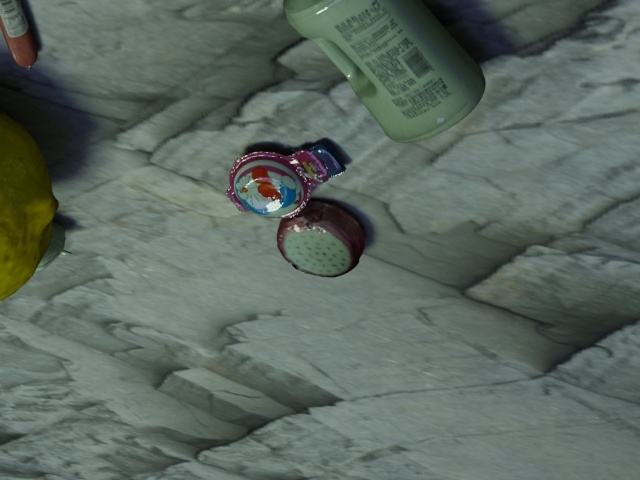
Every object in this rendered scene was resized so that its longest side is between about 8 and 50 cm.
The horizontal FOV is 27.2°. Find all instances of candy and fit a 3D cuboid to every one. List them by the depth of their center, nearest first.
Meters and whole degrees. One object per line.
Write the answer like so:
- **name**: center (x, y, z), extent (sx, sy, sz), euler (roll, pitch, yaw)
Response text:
- **candy**: center (0.000, 0.000, 1.527), extent (0.103, 0.043, 0.103), euler (11, 143, 9)

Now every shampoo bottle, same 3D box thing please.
- **shampoo bottle**: center (0.044, -0.199, 1.220), extent (0.118, 0.087, 0.234), euler (-18, 130, 37)

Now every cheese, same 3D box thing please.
- **cheese**: center (-0.040, -0.067, 1.461), extent (0.145, 0.038, 0.095), euler (-23, 121, 29)

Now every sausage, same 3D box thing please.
- **sausage**: center (-0.324, -0.256, 1.345), extent (0.029, 0.029, 0.223), euler (8, 142, 13)

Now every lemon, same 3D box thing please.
- **lemon**: center (-0.441, -0.042, 1.480), extent (0.310, 0.253, 0.253), euler (7, 142, 16)

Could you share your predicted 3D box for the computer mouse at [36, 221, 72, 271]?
- **computer mouse**: center (-0.396, -0.004, 1.647), extent (0.181, 0.089, 0.056), euler (8, 136, 11)
